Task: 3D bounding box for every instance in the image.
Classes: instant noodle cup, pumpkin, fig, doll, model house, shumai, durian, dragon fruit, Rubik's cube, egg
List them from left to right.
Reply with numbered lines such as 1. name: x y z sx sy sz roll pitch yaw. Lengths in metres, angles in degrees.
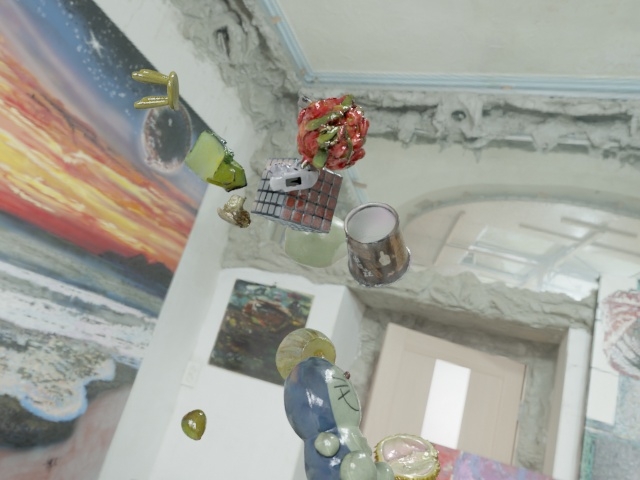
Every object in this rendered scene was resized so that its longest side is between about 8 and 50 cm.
1. fig: -0.359 0.531 1.415 0.074 0.088 0.074 -14 -42 -13
2. model house: -0.375 -0.297 1.933 0.194 0.170 0.211 37 8 35
3. shumai: -0.313 -0.114 1.856 0.145 0.116 0.145 30 -4 2
4. Rubik's cube: -0.092 -0.169 1.887 0.237 0.238 0.237 20 -6 -36
5. pumpkin: -0.038 0.407 1.729 0.217 0.217 0.110 19 -24 -9
6. egg: 0.000 0.000 2.440 0.336 0.278 0.278 8 -18 6
7. dragon fruit: 0.041 -0.342 1.579 0.237 0.231 0.303 -6 1 3
8. doll: 0.025 0.342 0.918 0.154 0.258 0.228 -22 -32 15
9. instant noodle cup: 0.174 0.008 1.576 0.217 0.217 0.207 9 -36 22
10. durian: 0.261 0.709 1.544 0.250 0.138 0.183 -10 9 -30

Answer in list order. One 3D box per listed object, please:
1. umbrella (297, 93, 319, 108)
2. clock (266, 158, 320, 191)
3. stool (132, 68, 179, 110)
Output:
1. umbrella: 0.049 -0.543 2.213 0.337 0.067 0.073 34 -47 2
2. clock: -0.092 -0.234 1.690 0.176 0.117 0.080 -10 -46 -6
3. stool: -0.470 -0.432 1.422 0.110 0.135 0.134 2 -21 -7
